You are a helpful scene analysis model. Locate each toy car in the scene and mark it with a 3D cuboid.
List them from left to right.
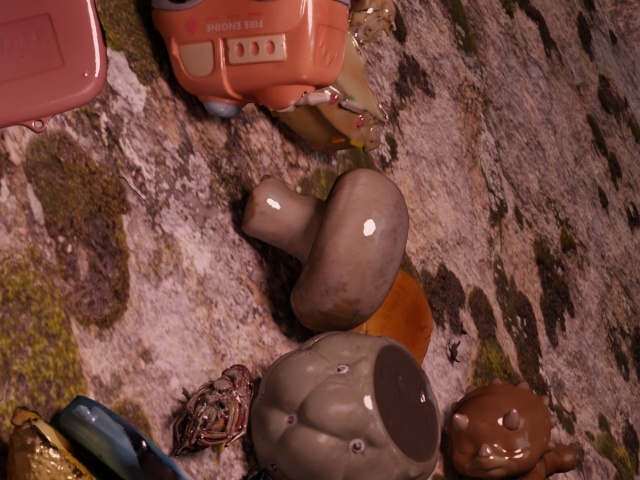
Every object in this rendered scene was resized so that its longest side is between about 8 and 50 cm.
[{"bbox_3d":[-0.092,-0.273,2.063,0.180,0.270,0.212,4,85,-64],"label":"toy car"}]

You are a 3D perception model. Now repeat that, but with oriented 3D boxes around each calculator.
[{"bbox_3d":[-0.353,-0.277,1.680,0.220,0.048,0.330,-19,94,-22],"label":"calculator"},{"bbox_3d":[-0.169,0.265,1.638,0.051,0.173,0.293,-50,122,-13],"label":"calculator"}]

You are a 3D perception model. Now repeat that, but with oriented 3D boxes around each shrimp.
[{"bbox_3d":[-0.130,0.209,1.826,0.190,0.075,0.073,-40,137,-50],"label":"shrimp"}]

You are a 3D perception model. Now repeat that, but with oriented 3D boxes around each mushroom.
[{"bbox_3d":[0.000,0.000,2.089,0.243,0.243,0.243,39,39,-41],"label":"mushroom"}]

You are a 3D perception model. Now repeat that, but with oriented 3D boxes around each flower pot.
[{"bbox_3d":[0.030,0.235,1.946,0.246,0.195,0.246,39,38,-40],"label":"flower pot"}]

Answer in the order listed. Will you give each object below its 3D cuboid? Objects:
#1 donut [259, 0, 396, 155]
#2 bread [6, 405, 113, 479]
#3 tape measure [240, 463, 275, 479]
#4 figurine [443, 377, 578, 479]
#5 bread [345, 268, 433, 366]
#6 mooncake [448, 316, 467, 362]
[{"bbox_3d":[-0.013,-0.317,2.316,0.307,0.150,0.371,46,35,-34],"label":"donut"},{"bbox_3d":[-0.233,0.292,1.502,0.251,0.174,0.133,42,79,-16],"label":"bread"},{"bbox_3d":[-0.068,0.332,1.857,0.094,0.054,0.091,54,32,-11],"label":"tape measure"},{"bbox_3d":[0.286,0.297,2.365,0.247,0.177,0.173,-11,98,-50],"label":"figurine"},{"bbox_3d":[0.088,0.143,2.208,0.136,0.107,0.241,59,30,-21],"label":"bread"},{"bbox_3d":[0.142,0.088,2.393,0.347,0.057,0.150,53,36,-26],"label":"mooncake"}]
